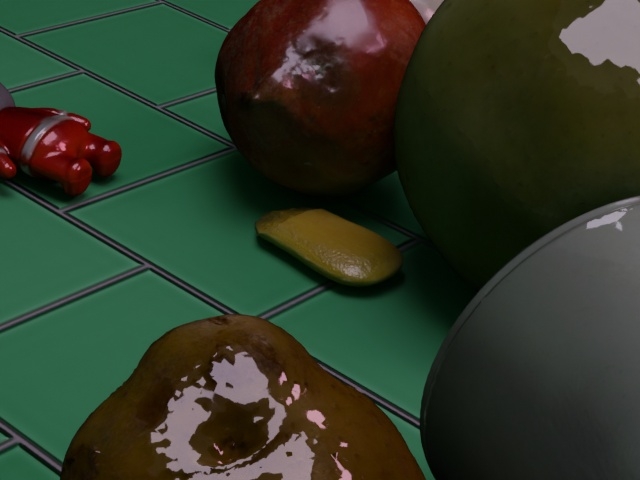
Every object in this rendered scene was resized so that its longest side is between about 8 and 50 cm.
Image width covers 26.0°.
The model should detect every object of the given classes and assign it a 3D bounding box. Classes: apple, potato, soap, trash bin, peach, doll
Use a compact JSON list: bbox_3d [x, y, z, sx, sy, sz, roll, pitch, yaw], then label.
[{"bbox_3d":[0.238,-0.095,1.232,0.357,0.357,0.357,6,29,-4],"label":"apple"},{"bbox_3d":[0.000,0.211,0.750,0.369,0.176,0.195,54,18,22],"label":"potato"},{"bbox_3d":[0.000,0.000,1.308,0.168,0.033,0.089,25,30,30],"label":"soap"},{"bbox_3d":[0.248,0.168,0.828,0.280,0.280,0.432,-4,34,-22],"label":"trash bin"},{"bbox_3d":[-0.004,-0.154,1.391,0.232,0.232,0.256,27,17,30],"label":"peach"},{"bbox_3d":[-0.323,-0.116,1.392,0.245,0.076,0.142,22,30,16],"label":"doll"}]

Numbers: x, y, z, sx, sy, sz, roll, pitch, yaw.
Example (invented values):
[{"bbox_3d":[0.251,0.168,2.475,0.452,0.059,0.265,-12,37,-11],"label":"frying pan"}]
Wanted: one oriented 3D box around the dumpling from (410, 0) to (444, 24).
[{"bbox_3d":[0.093,-0.231,1.665,0.175,0.243,0.227,-28,5,12],"label":"dumpling"}]
